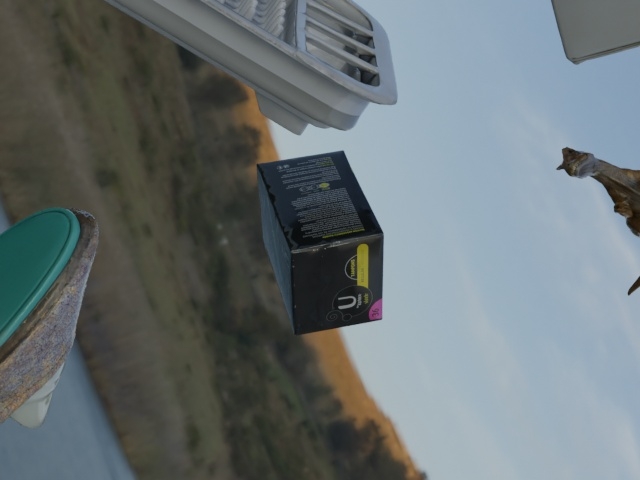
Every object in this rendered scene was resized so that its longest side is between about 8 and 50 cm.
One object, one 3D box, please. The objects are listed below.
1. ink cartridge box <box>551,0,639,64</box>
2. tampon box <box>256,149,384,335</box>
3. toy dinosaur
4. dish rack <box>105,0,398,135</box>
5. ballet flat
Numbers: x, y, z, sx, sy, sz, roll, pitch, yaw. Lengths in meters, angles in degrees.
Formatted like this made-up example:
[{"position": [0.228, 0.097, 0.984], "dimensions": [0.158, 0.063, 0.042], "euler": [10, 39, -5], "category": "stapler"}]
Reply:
[{"position": [0.276, -0.300, 1.129], "dimensions": [0.307, 0.129, 0.223], "euler": [-39, 114, -63], "category": "ink cartridge box"}, {"position": [0.000, 0.000, 1.382], "dimensions": [0.161, 0.101, 0.120], "euler": [-112, -165, -49], "category": "tampon box"}, {"position": [0.255, -0.017, 0.980], "dimensions": [0.112, 0.064, 0.211], "euler": [22, -16, 46], "category": "toy dinosaur"}, {"position": [-0.097, -0.204, 1.036], "dimensions": [0.333, 0.072, 0.285], "euler": [31, 21, -13], "category": "dish rack"}, {"position": [-0.250, 0.112, 0.865], "dimensions": [0.107, 0.316, 0.106], "euler": [38, -10, 45], "category": "ballet flat"}]
